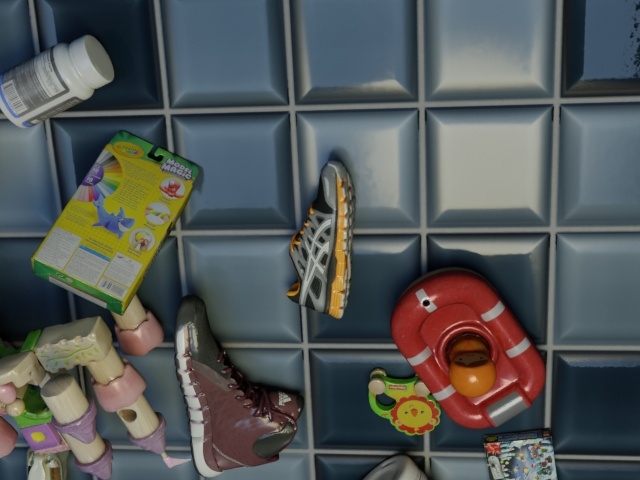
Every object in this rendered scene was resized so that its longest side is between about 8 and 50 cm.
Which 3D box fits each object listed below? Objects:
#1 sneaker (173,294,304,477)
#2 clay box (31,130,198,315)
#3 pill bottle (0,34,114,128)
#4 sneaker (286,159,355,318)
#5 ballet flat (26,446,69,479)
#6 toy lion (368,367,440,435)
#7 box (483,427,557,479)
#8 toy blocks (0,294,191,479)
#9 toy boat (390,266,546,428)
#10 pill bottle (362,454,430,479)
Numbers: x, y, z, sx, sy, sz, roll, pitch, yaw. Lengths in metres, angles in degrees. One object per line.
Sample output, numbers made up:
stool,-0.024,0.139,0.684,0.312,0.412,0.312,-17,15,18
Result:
sneaker,-0.106,0.196,1.275,0.163,0.106,0.281,-5,116,2
clay box,-0.257,-0.028,1.186,0.127,0.222,0.053,26,149,-1
pill bottle,-0.339,-0.205,1.180,0.137,0.078,0.078,-23,103,13
sneaker,0.000,0.000,1.200,0.083,0.084,0.214,8,109,10
ballet flat,-0.416,0.387,1.382,0.072,0.068,0.213,7,108,5
toy lion,0.117,0.228,1.285,0.100,0.034,0.096,2,115,7
box,0.285,0.334,1.296,0.094,0.027,0.137,-9,106,11
toy blocks,-0.353,0.242,1.209,0.289,0.309,0.260,-14,121,11
toy boat,0.189,0.149,1.181,0.151,0.151,0.231,-35,100,12
pill bottle,0.141,0.404,1.292,0.112,0.112,0.186,-39,99,17
